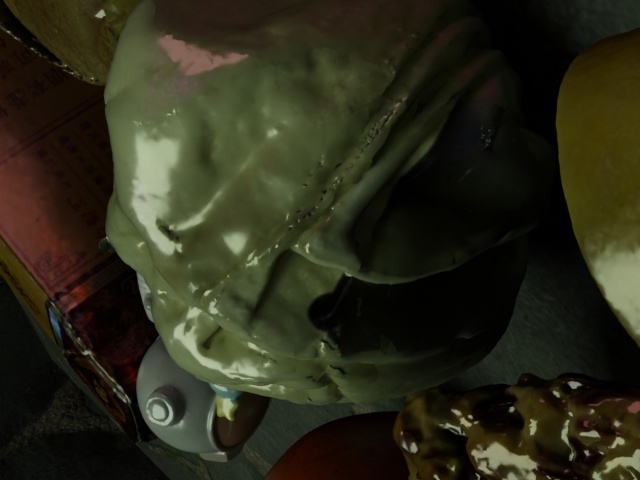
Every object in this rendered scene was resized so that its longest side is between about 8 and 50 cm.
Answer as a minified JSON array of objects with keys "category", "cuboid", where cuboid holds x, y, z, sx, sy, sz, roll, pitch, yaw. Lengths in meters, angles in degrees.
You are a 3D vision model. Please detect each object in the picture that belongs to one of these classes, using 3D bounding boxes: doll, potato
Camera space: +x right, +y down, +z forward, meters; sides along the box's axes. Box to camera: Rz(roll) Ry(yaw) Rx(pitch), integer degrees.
[{"category":"doll","cuboid":[-0.084,0.033,0.977,0.151,0.151,0.287,30,122,49]},{"category":"potato","cuboid":[0.215,-0.022,0.528,0.158,0.178,0.203,-28,83,50]}]

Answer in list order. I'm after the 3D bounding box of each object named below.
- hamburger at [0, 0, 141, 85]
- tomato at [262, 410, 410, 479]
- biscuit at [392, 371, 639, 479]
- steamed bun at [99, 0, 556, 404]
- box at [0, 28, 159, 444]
[{"category":"hamburger","cuboid":[-0.157,-0.253,0.905,0.318,0.195,0.277,51,164,14]},{"category":"tomato","cuboid":[0.073,0.310,1.218,0.321,0.321,0.321,45,159,22]},{"category":"biscuit","cuboid":[0.199,0.181,0.823,0.334,0.081,0.289,9,151,28]},{"category":"steamed bun","cuboid":[0.028,-0.025,0.803,0.206,0.275,0.320,22,-179,37]},{"category":"box","cuboid":[-0.190,-0.049,1.223,0.415,0.264,0.116,47,158,16]}]
